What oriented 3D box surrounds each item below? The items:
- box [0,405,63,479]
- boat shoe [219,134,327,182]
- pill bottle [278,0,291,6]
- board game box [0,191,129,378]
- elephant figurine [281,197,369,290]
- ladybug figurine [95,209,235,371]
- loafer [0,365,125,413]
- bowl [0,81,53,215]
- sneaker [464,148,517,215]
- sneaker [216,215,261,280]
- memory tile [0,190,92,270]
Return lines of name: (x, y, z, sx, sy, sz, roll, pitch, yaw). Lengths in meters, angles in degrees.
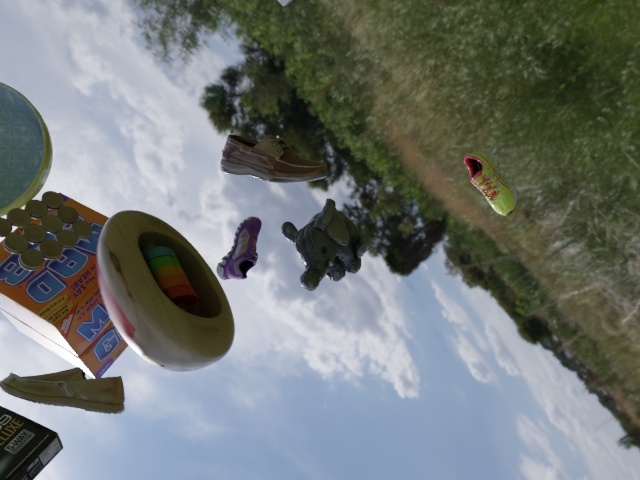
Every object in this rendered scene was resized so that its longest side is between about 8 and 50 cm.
box: (-0.860, 0.581, 1.364, 0.243, 0.076, 0.307, 16, -142, 19)
boat shoe: (-0.134, -0.226, 1.462, 0.325, 0.116, 0.123, 11, -163, 21)
pill bottle: (0.018, -0.341, 0.535, 0.121, 0.216, 0.121, 50, -165, -18)
board game box: (-0.754, 0.142, 1.687, 0.357, 0.356, 0.356, 24, 146, 17)
elephant figurine: (0.000, 0.000, 1.152, 0.186, 0.169, 0.239, 34, -173, 26)
ladybug figurine: (-0.366, 0.114, 1.218, 0.305, 0.162, 0.449, 21, -151, -53)
loafer: (-0.567, 0.326, 1.209, 0.269, 0.102, 0.092, 14, -113, -12)
bowl: (-0.682, -0.170, 1.121, 0.289, 0.289, 0.156, 51, 174, 4)
sneaker: (0.451, -0.154, 1.465, 0.094, 0.081, 0.208, -6, -119, -34)
sneaker: (-0.242, 0.033, 1.776, 0.105, 0.236, 0.095, 14, 159, 32)
memory tile: (-0.478, -0.019, 0.931, 0.113, 0.012, 0.148, 45, -143, -3)
